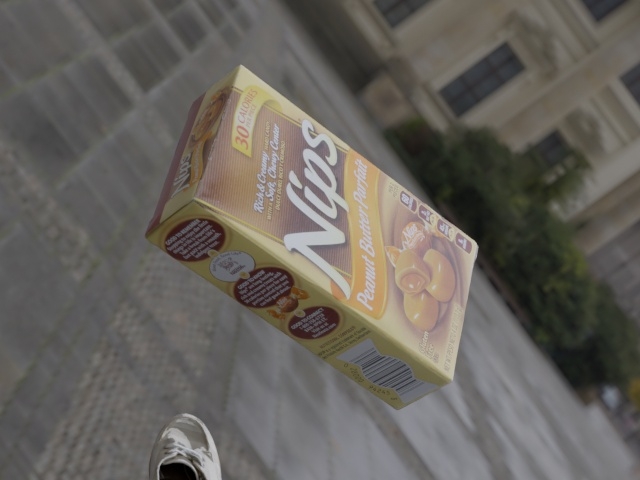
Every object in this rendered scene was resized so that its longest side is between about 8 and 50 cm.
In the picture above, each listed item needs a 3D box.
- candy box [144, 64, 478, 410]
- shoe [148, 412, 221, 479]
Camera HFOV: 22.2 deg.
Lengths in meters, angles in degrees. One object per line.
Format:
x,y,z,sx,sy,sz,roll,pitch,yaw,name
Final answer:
0.000,0.000,1.549,0.316,0.087,0.183,36,44,-23,candy box
-0.132,0.255,1.615,0.076,0.058,0.219,9,45,-11,shoe
